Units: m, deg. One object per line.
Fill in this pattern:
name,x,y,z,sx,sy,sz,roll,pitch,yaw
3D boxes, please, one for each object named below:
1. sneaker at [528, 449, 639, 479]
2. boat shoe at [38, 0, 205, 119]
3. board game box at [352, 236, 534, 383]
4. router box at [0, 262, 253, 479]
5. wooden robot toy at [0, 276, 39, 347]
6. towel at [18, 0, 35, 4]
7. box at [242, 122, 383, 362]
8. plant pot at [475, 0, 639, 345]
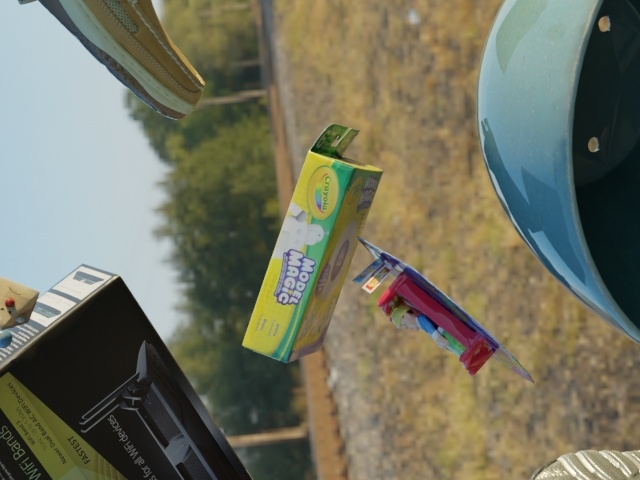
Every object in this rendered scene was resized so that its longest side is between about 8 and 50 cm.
sneaker,0.279,0.254,1.272,0.086,0.229,0.132,-127,37,-49
boat shoe,-0.119,-0.147,0.752,0.190,0.072,0.068,45,180,-28
board game box,0.080,0.061,1.012,0.133,0.033,0.169,43,176,-21
router box,-0.194,0.214,1.157,0.081,0.243,0.309,11,135,57
wooden robot toy,-0.258,0.055,0.837,0.079,0.173,0.076,-80,-10,-50
towel,-0.261,-0.437,1.505,0.324,0.056,0.312,-33,-64,-49
box,0.000,0.000,1.079,0.105,0.043,0.179,-6,-66,-75
plant pot,0.207,-0.085,0.842,0.195,0.290,0.290,23,120,61
